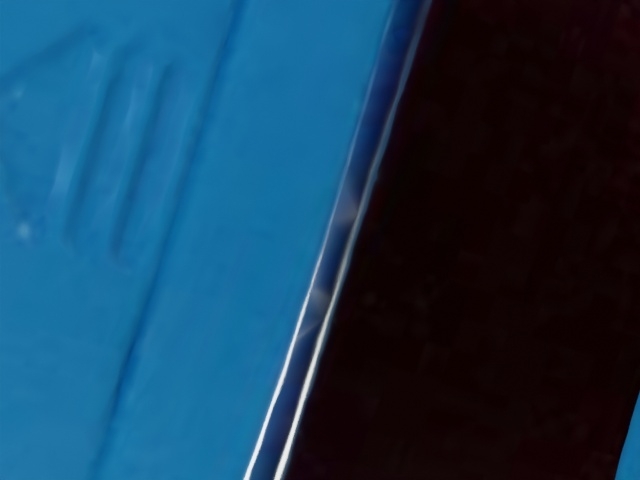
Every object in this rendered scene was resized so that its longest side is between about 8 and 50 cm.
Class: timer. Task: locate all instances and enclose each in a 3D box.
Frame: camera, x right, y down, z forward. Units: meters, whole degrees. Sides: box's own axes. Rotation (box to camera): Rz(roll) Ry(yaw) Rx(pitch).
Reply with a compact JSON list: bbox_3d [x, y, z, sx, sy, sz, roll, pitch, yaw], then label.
[{"bbox_3d":[0.000,0.000,0.398,0.309,0.115,0.340,19,85,-31],"label":"timer"}]
